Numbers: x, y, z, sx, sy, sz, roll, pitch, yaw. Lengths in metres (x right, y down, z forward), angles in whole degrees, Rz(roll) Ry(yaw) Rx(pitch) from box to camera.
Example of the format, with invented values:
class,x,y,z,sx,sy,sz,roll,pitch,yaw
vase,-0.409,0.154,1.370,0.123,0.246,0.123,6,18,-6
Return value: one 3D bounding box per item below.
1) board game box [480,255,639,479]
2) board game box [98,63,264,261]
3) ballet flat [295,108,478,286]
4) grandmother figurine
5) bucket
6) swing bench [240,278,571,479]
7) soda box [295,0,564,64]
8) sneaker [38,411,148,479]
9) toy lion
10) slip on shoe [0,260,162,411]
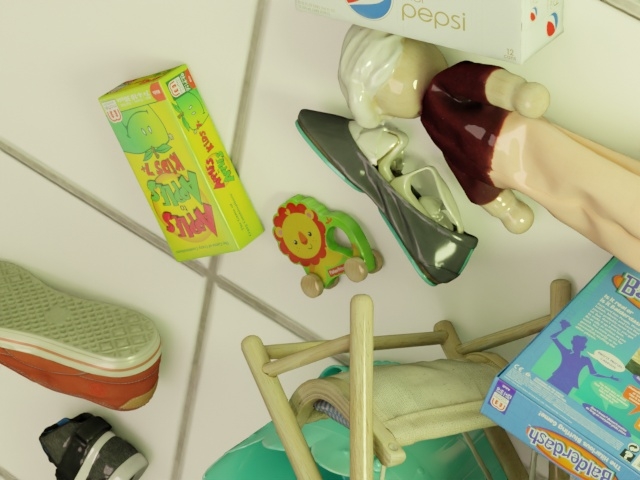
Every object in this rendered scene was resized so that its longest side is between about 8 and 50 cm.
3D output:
class,x,y,z,sx,sy,sz,roll,pitch,yaw
board game box,0.248,0.111,1.380,0.160,0.210,0.047,35,135,17
board game box,-0.134,-0.073,1.694,0.092,0.043,0.181,-11,110,43
ballet flat,0.065,-0.054,1.533,0.203,0.074,0.074,50,137,10
grandmother figurine,0.156,-0.077,1.416,0.342,0.104,0.208,34,146,21
bucket,0.041,0.258,1.661,0.281,0.183,0.281,23,130,30
swing bench,0.098,0.178,1.458,0.165,0.253,0.254,-24,74,46
soda box,0.084,-0.206,1.401,0.216,0.074,0.069,17,128,30
sneaker,-0.288,0.275,2.037,0.121,0.079,0.217,46,128,10
toy lion,0.000,0.000,1.644,0.100,0.034,0.096,-21,96,45
slip on shoe,-0.315,0.106,1.916,0.331,0.123,0.101,16,131,25
